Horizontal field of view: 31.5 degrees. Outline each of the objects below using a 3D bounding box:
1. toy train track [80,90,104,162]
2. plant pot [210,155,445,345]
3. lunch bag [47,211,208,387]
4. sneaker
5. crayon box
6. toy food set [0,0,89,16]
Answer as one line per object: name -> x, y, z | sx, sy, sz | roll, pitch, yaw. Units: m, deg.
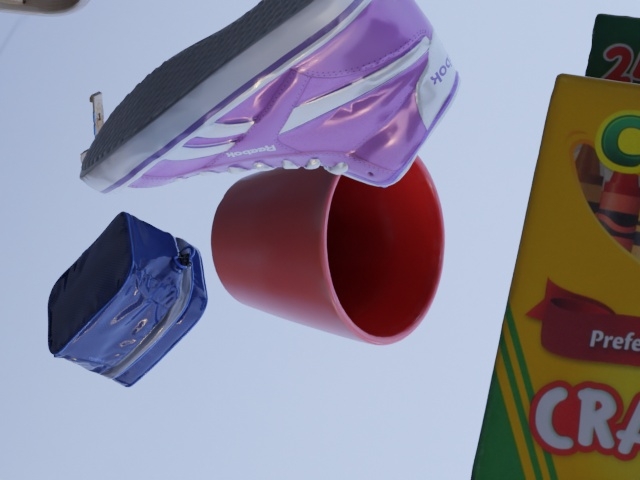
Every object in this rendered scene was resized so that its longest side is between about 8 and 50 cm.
toy train track -> -0.207, -0.102, 1.046 | 0.014, 0.083, 0.048 | 33, -133, 27
plant pot -> 0.000, 0.000, 1.562 | 0.243, 0.275, 0.275 | 0, -118, 42
lunch bag -> -0.110, 0.035, 0.676 | 0.098, 0.065, 0.067 | -42, -142, 25
sneaker -> -0.034, -0.071, 0.795 | 0.282, 0.161, 0.102 | -25, -147, 32
crayon box -> 0.202, 0.038, 0.588 | 0.202, 0.081, 0.318 | 11, -91, 21
toy food set -> -0.336, -0.321, 0.968 | 0.092, 0.306, 0.220 | 128, -35, -71
